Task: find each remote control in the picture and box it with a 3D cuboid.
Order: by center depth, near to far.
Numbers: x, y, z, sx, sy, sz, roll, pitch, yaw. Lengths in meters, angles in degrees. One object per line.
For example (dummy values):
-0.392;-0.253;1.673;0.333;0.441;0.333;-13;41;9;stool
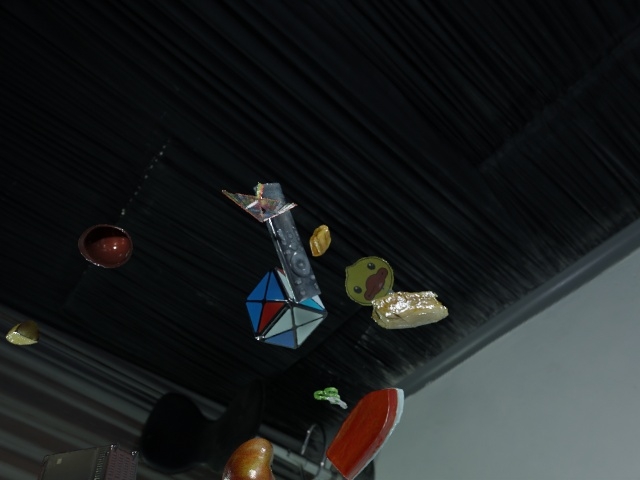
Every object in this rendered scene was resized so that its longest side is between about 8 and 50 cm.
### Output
-0.101;0.003;1.331;0.107;0.378;0.044;-15;-8;-43;remote control

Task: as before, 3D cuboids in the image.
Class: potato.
-1.139;0.351;1.644;0.103;0.096;0.066;-14;46;16;potato

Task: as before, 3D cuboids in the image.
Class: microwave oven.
-0.726;0.759;1.348;0.247;0.188;0.178;-12;52;6;microwave oven

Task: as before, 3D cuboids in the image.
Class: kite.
-0.150;-0.091;1.071;0.159;0.189;0.010;93;-172;-56;kite

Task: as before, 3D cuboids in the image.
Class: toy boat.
0.168;0.633;1.452;0.145;0.133;0.332;34;85;40;toy boat

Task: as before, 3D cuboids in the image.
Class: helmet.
-0.755;0.012;1.537;0.106;0.175;0.155;-140;49;-73;helmet

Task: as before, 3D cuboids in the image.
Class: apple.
-0.217;0.732;1.355;0.173;0.160;0.195;-31;53;32;apple

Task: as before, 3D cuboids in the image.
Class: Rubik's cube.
-0.158;0.305;1.931;0.246;0.250;0.248;-49;44;18;Rubik's cube

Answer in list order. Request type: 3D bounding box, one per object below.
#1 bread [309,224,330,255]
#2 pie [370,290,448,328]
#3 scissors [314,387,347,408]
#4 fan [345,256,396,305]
0.000;0.000;1.504;0.053;0.074;0.132;-10;19;19;bread
0.287;0.219;1.378;0.129;0.282;0.068;55;139;41;pie
0.060;0.669;1.817;0.101;0.204;0.027;-23;45;22;scissors
0.256;0.199;1.934;0.230;0.335;0.011;-60;-19;-6;fan
